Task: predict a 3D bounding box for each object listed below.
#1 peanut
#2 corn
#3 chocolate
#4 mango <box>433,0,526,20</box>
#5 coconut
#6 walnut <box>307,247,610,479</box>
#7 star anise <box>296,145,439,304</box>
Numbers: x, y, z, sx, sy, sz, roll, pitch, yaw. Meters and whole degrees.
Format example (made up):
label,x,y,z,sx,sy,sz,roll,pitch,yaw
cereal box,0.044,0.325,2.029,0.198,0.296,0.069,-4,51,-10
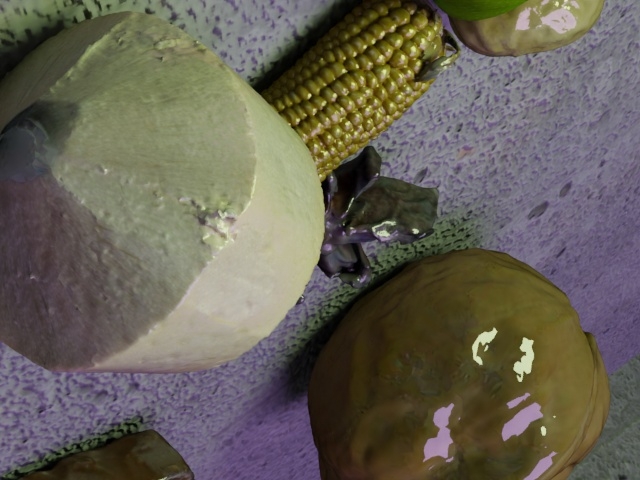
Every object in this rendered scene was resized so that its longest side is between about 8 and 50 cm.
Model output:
label,x,y,z,sx,sy,sz,roll,pitch,yaw
peanut,0.219,-0.246,1.086,0.236,0.120,0.110,-35,135,-3
corn,-0.011,-0.096,1.035,0.293,0.106,0.106,-41,156,5
chocolate,-0.253,0.290,1.351,0.214,0.093,0.148,-17,148,-41
mango,0.116,-0.262,0.862,0.192,0.156,0.343,-38,157,-9
coconut,-0.129,-0.028,0.831,0.239,0.239,0.244,-45,158,9
walnut,0.167,0.190,1.539,0.383,0.383,0.384,-33,155,-17
star anise,0.004,-0.001,1.211,0.257,0.111,0.198,-8,141,-40
